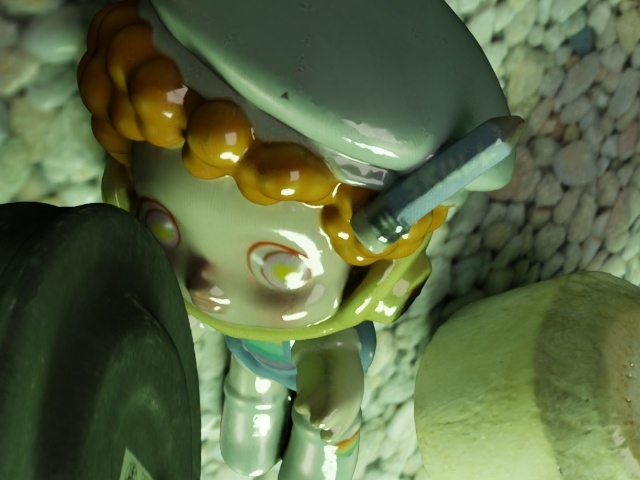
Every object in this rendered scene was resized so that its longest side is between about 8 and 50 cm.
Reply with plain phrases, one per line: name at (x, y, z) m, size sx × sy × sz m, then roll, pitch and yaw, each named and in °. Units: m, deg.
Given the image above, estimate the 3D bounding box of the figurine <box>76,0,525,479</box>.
figurine at (-0.026, -0.011, 0.695) m, size 0.205 × 0.225 × 0.381 m, roll -45°, pitch 163°, yaw -39°

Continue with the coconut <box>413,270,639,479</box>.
coconut at (0.171, 0.132, 0.885) m, size 0.202 × 0.222 × 0.202 m, roll 16°, pitch 63°, yaw -35°

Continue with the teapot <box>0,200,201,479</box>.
teapot at (-0.197, 0.129, 0.510) m, size 0.240 × 0.321 × 0.239 m, roll -2°, pitch 127°, yaw 13°
